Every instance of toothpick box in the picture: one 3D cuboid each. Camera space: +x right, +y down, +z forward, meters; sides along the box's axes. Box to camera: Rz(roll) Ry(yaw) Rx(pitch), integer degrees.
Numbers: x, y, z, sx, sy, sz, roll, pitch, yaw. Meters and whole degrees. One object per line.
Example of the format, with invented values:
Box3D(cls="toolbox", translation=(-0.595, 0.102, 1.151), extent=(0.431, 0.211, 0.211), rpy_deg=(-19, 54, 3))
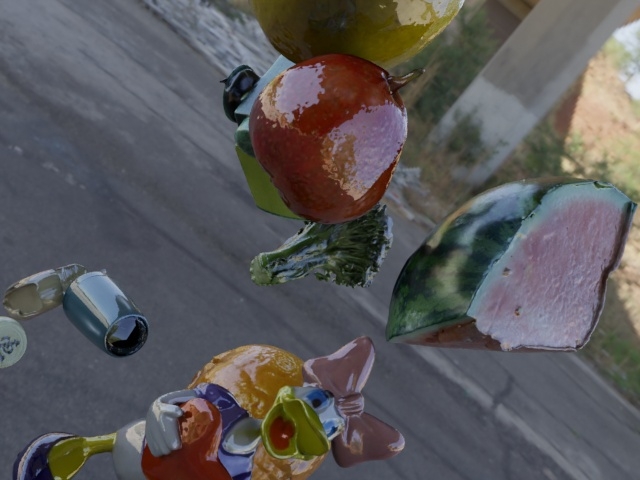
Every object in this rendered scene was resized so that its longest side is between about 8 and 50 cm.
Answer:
Box3D(cls="toothpick box", translation=(-0.415, 0.147, 1.565), extent=(0.120, 0.120, 0.184), rpy_deg=(23, 6, -45))

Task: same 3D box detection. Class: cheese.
Box3D(cls="cheese", translation=(-0.554, 0.097, 1.733), extent=(0.082, 0.163, 0.286), rpy_deg=(68, 22, -3))

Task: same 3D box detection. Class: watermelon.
Box3D(cls="watermelon", translation=(0.254, 0.023, 1.095), extent=(0.319, 0.292, 0.222), rpy_deg=(11, -9, 17))

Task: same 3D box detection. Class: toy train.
Box3D(cls="toy train", translation=(-0.009, -0.230, 1.303), extent=(0.160, 0.397, 0.253), rpy_deg=(11, -39, 27))

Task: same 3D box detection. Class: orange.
Box3D(cls="orange", translation=(-0.140, 0.359, 1.554), extent=(0.293, 0.340, 0.340), rpy_deg=(49, 16, 6))

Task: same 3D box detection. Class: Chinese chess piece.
Box3D(cls="Chinese chess piece", translation=(-0.514, 0.164, 1.287), extent=(0.084, 0.084, 0.034), rpy_deg=(28, -7, -36))

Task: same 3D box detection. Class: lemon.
Box3D(cls="lemon", translation=(0.047, -0.352, 1.014), extent=(0.297, 0.297, 0.297), rpy_deg=(36, 16, -12))

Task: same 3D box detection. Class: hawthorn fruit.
Box3D(cls="hawthorn fruit", translation=(0.029, -0.135, 0.947), extent=(0.196, 0.225, 0.196), rpy_deg=(48, 16, -18))

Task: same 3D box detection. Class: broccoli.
Box3D(cls="broccoli", translation=(0.004, -0.019, 1.360), extent=(0.274, 0.199, 0.177), rpy_deg=(4, 1, -43))

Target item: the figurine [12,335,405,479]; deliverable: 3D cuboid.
Box3D(cls="figurine", translation=(-0.122, 0.235, 0.891), extent=(0.193, 0.420, 0.154), rpy_deg=(52, 21, -84))
